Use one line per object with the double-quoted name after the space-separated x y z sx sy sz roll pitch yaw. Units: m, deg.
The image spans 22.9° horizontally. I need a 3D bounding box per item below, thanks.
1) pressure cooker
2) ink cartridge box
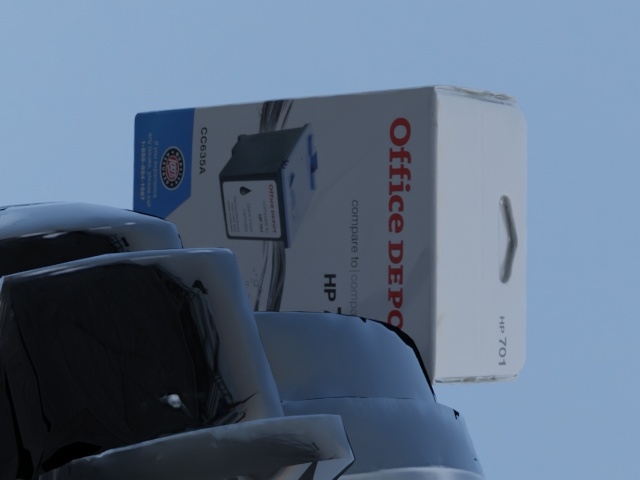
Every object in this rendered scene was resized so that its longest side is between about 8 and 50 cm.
-0.088 0.201 0.559 0.370 0.375 0.420 -23 -109 17 "pressure cooker"
0.000 0.000 0.785 0.191 0.082 0.139 -2 -94 39 "ink cartridge box"
